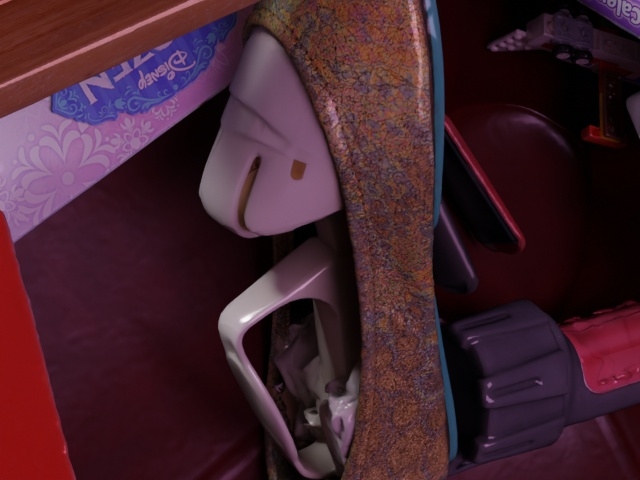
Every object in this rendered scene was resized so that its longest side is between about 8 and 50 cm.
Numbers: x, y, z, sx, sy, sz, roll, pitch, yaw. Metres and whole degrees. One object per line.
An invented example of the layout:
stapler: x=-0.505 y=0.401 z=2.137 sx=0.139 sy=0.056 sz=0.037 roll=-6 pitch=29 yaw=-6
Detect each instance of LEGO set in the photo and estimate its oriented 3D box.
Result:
LEGO set: x=0.219 y=-0.099 z=0.856 sx=0.182 sy=0.060 sz=0.244 roll=-38 pitch=97 yaw=-33

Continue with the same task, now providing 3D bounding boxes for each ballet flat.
ballet flat: x=0.000 y=0.000 z=0.671 sx=0.123 sy=0.123 sz=0.348 roll=-26 pitch=128 yaw=-28

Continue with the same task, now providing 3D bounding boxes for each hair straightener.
hair straightener: x=0.026 y=-0.062 z=0.757 sx=0.089 sy=0.047 sz=0.230 roll=-41 pitch=114 yaw=-23

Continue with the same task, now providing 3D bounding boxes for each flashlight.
flashlight: x=0.199 y=0.051 z=0.848 sx=0.304 sy=0.103 sz=0.103 roll=-11 pitch=74 yaw=-30

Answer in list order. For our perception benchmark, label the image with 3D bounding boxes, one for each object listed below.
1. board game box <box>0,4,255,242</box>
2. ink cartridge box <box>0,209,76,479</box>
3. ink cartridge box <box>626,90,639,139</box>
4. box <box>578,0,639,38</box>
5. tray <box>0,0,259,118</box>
board game box: x=-0.211 y=-0.137 z=0.590 sx=0.319 sy=0.066 sz=0.318 roll=-40 pitch=114 yaw=-24
ink cartridge box: x=-0.258 y=0.161 z=0.444 sx=0.385 sy=0.091 sz=0.308 roll=-14 pitch=77 yaw=-13
ink cartridge box: x=0.350 y=-0.052 z=0.730 sx=0.198 sy=0.270 sz=0.197 roll=-26 pitch=94 yaw=-34
box: x=0.237 y=-0.210 z=0.790 sx=0.293 sy=0.201 sz=0.057 roll=-26 pitch=138 yaw=-27
tray: x=-0.084 y=-0.170 z=0.482 sx=0.411 sy=0.076 sz=0.202 roll=-26 pitch=130 yaw=-11
